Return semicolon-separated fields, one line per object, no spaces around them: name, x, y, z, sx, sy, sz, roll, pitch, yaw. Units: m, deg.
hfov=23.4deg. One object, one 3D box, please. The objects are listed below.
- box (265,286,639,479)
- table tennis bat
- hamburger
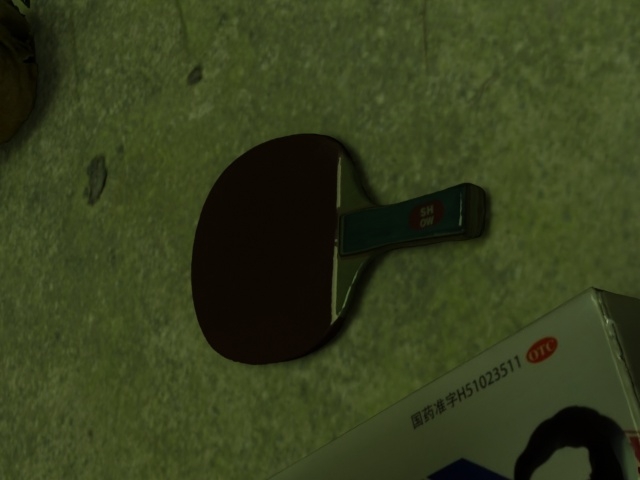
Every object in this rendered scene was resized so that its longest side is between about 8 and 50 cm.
box;0.065;0.199;0.845;0.353;0.069;0.214;-35;57;36
table tennis bat;0.000;0.000;0.996;0.274;0.021;0.154;-11;73;48
hamburger;-0.324;-0.131;1.261;0.130;0.206;0.183;53;122;18
